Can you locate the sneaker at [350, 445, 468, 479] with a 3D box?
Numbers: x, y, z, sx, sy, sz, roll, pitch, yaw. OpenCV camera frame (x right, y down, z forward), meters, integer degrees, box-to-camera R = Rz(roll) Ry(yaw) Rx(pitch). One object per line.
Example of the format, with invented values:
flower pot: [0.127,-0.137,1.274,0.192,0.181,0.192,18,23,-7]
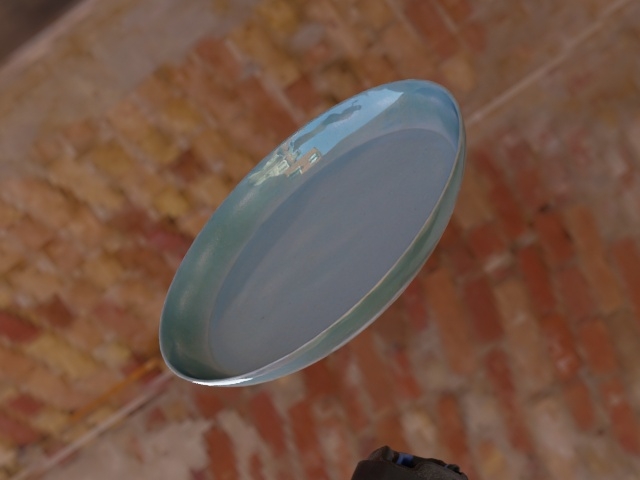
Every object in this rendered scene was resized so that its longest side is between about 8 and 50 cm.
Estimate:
sneaker: [0.056,0.196,1.161,0.079,0.121,0.217,16,154,16]

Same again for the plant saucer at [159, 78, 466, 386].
plant saucer: [0.000,0.000,1.573,0.044,0.317,0.317,44,-169,-25]
